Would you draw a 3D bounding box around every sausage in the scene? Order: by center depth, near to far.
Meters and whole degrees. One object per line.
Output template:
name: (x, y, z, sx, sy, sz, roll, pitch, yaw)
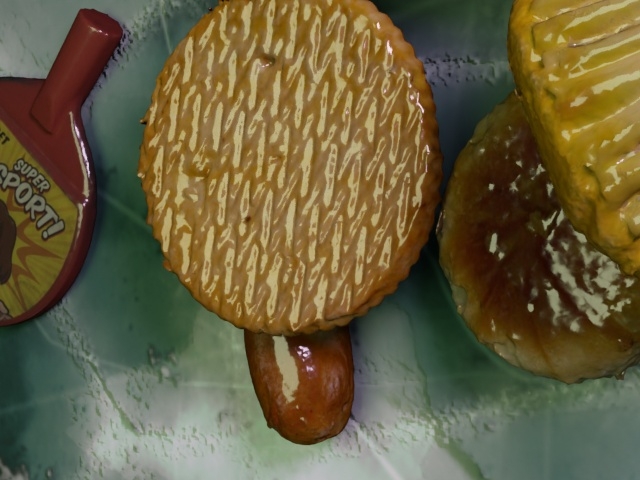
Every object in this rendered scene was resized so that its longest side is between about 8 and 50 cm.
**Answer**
sausage: (-0.004, 0.000, 1.169, 0.103, 0.076, 0.302, 18, 103, 35)

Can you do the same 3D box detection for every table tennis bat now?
table tennis bat: (-0.253, -0.063, 1.356, 0.200, 0.038, 0.310, 45, 119, 22)

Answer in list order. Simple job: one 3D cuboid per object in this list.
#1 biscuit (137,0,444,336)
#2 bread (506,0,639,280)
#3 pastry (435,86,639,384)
biscuit: (-0.024, -0.056, 1.112, 0.254, 0.035, 0.254, 1, 92, 31)
bread: (0.216, -0.085, 0.901, 0.139, 0.240, 0.240, -23, 81, 45)
pastry: (0.165, -0.009, 1.049, 0.182, 0.093, 0.192, 41, 114, 26)
